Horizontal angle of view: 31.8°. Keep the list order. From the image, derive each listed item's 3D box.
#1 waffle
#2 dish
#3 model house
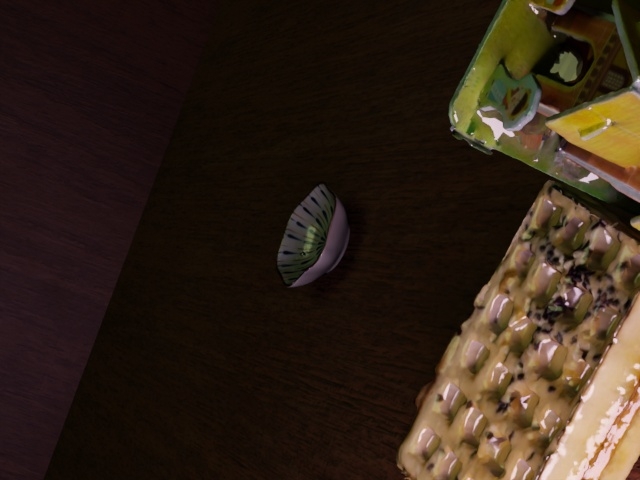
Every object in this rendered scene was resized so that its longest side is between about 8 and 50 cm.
[{"bbox_3d":[0.234,0.147,1.154,0.376,0.114,0.261,-62,23,13],"label":"waffle"},{"bbox_3d":[0.000,0.000,1.876,0.191,0.066,0.191,-46,31,38],"label":"dish"},{"bbox_3d":[0.356,-0.147,0.941,0.340,0.300,0.323,-62,28,11],"label":"model house"}]
